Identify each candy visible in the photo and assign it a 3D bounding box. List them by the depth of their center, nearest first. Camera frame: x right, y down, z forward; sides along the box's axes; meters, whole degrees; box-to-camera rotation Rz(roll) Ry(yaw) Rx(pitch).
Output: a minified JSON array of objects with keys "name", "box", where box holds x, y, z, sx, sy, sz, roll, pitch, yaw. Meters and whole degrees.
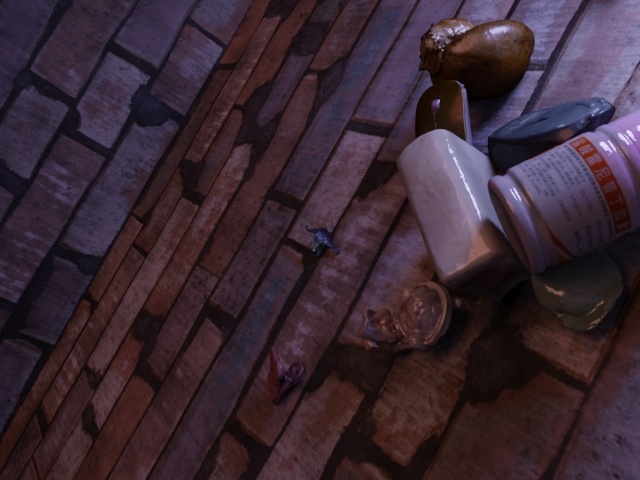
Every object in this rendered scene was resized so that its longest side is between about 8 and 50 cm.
[{"name":"candy","box":[0.316,-0.056,1.514,0.145,0.208,0.359,-40,48,33]}]

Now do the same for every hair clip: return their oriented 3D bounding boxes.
[{"name":"hair clip","box":[-0.121,0.372,1.915,0.138,0.102,0.123,-48,31,17]}]

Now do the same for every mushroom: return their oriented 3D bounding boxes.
[{"name":"mushroom","box":[0.385,-0.453,1.772,0.263,0.282,0.195,68,-146,-85]}]

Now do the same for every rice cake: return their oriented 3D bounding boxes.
[{"name":"rice cake","box":[0.383,-0.235,1.786,0.269,0.048,0.056,13,96,57]}]

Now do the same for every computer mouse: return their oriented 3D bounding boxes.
[{"name":"computer mouse","box":[0.493,-0.211,1.503,0.203,0.114,0.374,-32,11,-6]},{"name":"computer mouse","box":[0.311,-0.235,1.729,0.158,0.071,0.311,-5,94,51]}]

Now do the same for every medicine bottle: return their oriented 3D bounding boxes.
[{"name":"medicine bottle","box":[0.489,-0.089,1.282,0.315,0.202,0.202,-26,39,7]}]

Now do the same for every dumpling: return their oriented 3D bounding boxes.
[{"name":"dumpling","box":[0.484,0.086,1.350,0.152,0.108,0.219,-10,51,-3]}]

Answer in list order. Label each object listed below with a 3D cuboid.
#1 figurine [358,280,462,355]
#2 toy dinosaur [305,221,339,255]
[{"name":"figurine","box":[0.208,0.175,1.593,0.236,0.141,0.163,-28,48,39]},{"name":"toy dinosaur","box":[0.000,0.000,2.115,0.080,0.045,0.197,-44,40,-1]}]
